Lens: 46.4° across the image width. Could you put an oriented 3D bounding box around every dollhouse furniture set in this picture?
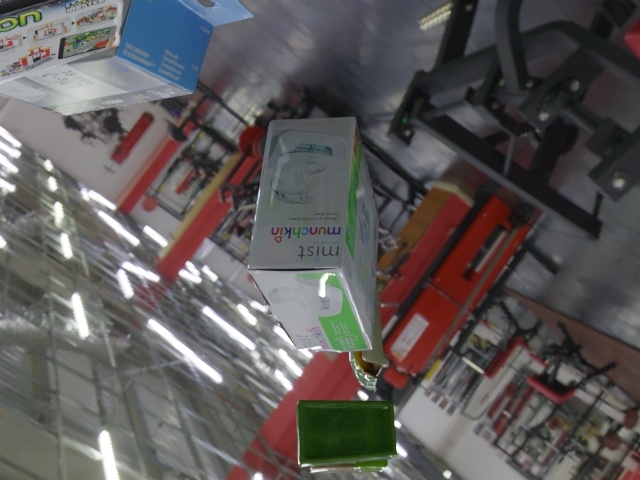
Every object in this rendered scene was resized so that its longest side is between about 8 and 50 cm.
[{"bbox_3d":[0.030,0.231,1.264,0.151,0.302,0.198,-1,157,-4],"label":"dollhouse furniture set"}]

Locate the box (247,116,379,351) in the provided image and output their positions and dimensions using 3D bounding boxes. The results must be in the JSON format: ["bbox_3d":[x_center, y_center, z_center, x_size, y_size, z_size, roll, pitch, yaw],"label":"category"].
[{"bbox_3d":[0.000,0.000,1.038,0.126,0.231,0.262,-2,149,12],"label":"box"}]

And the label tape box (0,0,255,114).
[{"bbox_3d":[-0.279,-0.265,1.028,0.333,0.106,0.240,-7,178,14],"label":"label tape box"}]

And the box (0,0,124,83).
[{"bbox_3d":[-0.269,-0.176,0.630,0.036,0.206,0.114,62,157,6],"label":"box"}]
